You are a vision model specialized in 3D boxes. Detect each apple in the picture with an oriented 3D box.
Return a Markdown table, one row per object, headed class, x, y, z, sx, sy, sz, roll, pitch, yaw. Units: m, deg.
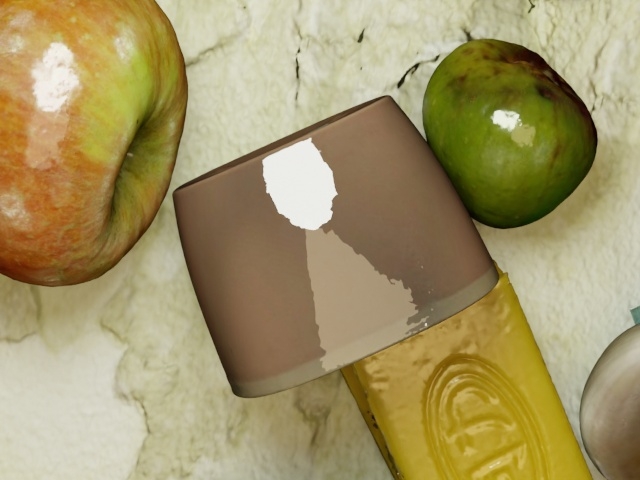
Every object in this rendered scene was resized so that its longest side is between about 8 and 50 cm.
| class | x | y | z | sx | sy | sz | roll | pitch | yaw |
| --- | --- | --- | --- | --- | --- | --- | --- | --- | --- |
| apple | -0.271 | -0.120 | 1.642 | 0.250 | 0.277 | 0.309 | 18 | 82 | 15 |

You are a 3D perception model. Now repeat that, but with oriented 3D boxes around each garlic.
| class | x | y | z | sx | sy | sz | roll | pitch | yaw |
| --- | --- | --- | --- | --- | --- | --- | --- | --- | --- |
| garlic | 0.409 | 0.168 | 1.813 | 0.279 | 0.132 | 0.325 | -18 | 121 | 5 |

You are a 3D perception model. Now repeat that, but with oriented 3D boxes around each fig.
| class | x | y | z | sx | sy | sz | roll | pitch | yaw |
| --- | --- | --- | --- | --- | --- | --- | --- | --- | --- |
| fig | 0.188 | -0.103 | 1.745 | 0.181 | 0.181 | 0.191 | 3 | 121 | -7 |

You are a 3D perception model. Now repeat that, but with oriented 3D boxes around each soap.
| class | x | y | z | sx | sy | sz | roll | pitch | yaw |
| --- | --- | --- | --- | --- | --- | --- | --- | --- | --- |
| soap | 0.164 | 0.206 | 1.835 | 0.204 | 0.096 | 0.324 | -25 | 103 | -2 |

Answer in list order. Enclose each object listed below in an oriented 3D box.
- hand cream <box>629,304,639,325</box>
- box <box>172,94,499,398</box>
| class | x | y | z | sx | sy | sz | roll | pitch | yaw |
| --- | --- | --- | --- | --- | --- | --- | --- | --- | --- |
| hand cream | 0.495 | 0.065 | 1.862 | 0.312 | 0.070 | 0.111 | -23 | 112 | 2 |
| box | 0.000 | 0.000 | 1.694 | 0.301 | 0.301 | 0.216 | -26 | 95 | -1 |
